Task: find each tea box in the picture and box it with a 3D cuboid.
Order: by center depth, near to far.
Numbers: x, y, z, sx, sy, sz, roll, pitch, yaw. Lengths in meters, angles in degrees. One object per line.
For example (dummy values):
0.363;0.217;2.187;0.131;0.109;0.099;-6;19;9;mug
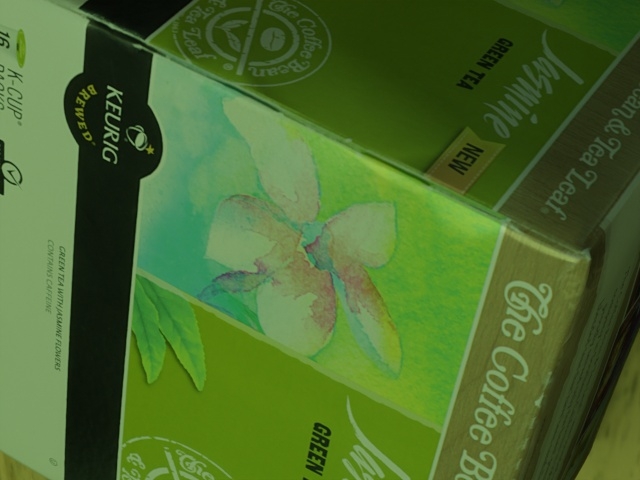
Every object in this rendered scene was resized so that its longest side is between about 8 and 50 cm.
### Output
0.000;0.000;0.835;0.324;0.220;0.329;25;135;17;tea box
